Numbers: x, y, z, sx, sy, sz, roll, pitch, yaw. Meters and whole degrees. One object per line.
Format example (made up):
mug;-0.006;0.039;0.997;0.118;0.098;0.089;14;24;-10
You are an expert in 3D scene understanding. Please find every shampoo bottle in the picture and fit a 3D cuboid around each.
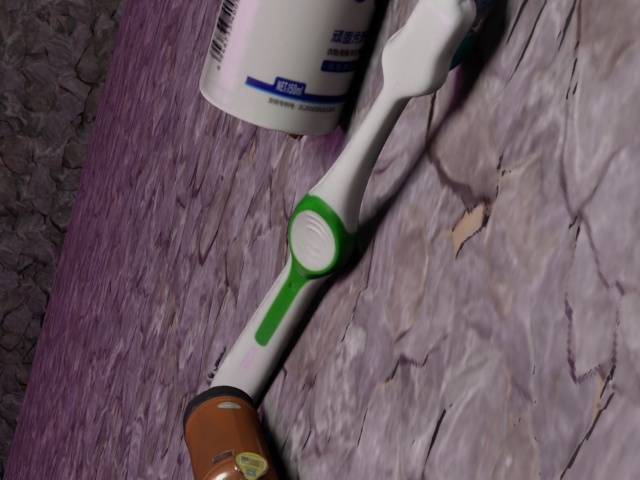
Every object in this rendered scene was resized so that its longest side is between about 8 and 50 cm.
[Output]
shampoo bottle;0.013;-0.214;0.759;0.092;0.092;0.303;-110;36;-64

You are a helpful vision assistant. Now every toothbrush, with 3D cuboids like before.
toothbrush;-0.003;0.003;0.731;0.040;0.042;0.418;-38;-14;-38

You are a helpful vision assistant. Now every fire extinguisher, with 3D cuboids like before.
fire extinguisher;-0.046;0.131;0.764;0.177;0.062;0.050;-131;30;-74

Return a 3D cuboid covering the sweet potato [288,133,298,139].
sweet potato;-0.011;-0.146;0.899;0.041;0.038;0.153;17;-104;-83
